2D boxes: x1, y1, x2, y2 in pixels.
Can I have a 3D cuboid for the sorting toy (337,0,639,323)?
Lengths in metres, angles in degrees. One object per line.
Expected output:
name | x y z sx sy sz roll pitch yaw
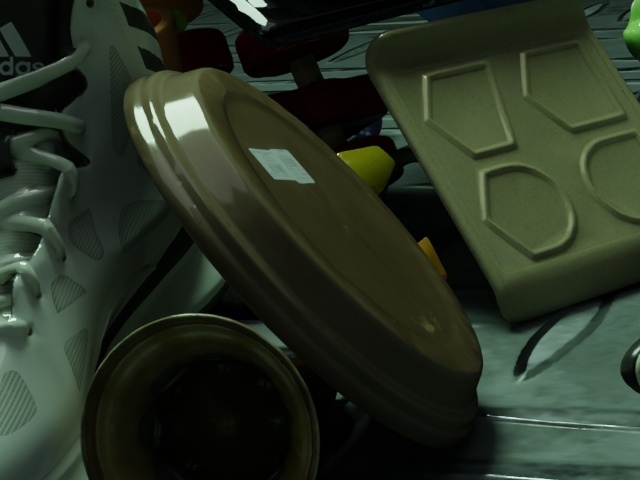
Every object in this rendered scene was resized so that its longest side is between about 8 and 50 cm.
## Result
sorting toy | 0.120 -0.052 1.288 0.307 0.229 0.041 -16 -19 -33

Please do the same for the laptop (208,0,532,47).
laptop | 0.007 -0.202 1.514 0.408 0.236 0.382 -18 42 -31

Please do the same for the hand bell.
hand bell | -0.031 0.095 1.015 0.126 0.126 0.242 -2 1 15

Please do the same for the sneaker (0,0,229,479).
sneaker | -0.193 -0.007 1.018 0.169 0.257 0.447 -6 24 19

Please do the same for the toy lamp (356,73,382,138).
toy lamp | -0.074 -0.118 1.874 0.275 0.080 0.080 -10 15 -17

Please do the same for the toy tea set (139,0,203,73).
toy tea set | -0.196 -0.164 1.381 0.200 0.124 0.336 -10 30 13

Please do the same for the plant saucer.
plant saucer | 0.000 0.000 1.030 0.041 0.278 0.278 -43 7 14

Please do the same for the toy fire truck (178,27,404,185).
toy fire truck | -0.091 -0.077 1.610 0.302 0.169 0.254 -17 -8 -33

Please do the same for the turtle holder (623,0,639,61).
turtle holder | 0.442 -0.164 1.518 0.320 0.227 0.243 4 18 34

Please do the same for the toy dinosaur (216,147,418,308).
toy dinosaur | -0.047 0.005 1.357 0.313 0.121 0.160 -4 26 -8

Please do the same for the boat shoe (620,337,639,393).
boat shoe | 0.214 0.066 1.076 0.042 0.049 0.133 -1 12 41
